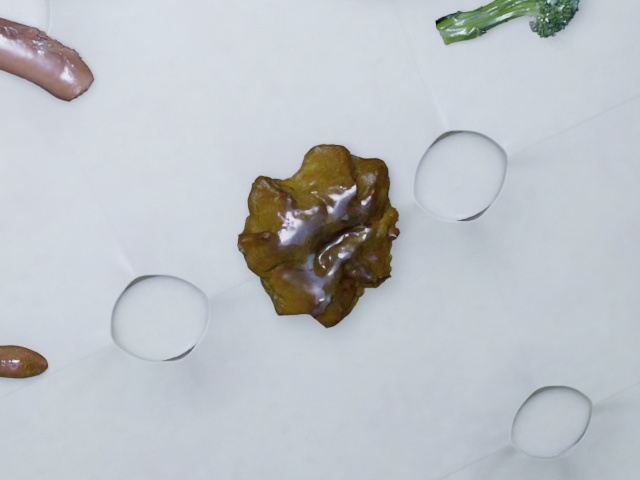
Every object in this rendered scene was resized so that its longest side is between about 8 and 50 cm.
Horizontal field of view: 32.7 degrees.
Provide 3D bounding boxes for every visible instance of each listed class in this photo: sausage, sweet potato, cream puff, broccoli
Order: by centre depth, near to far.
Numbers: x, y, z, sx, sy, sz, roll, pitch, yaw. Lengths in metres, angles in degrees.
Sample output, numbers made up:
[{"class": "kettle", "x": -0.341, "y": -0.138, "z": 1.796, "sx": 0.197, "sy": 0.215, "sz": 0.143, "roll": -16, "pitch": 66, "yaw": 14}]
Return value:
[{"class": "sausage", "x": -0.430, "y": -0.260, "z": 1.384, "sx": 0.304, "sy": 0.078, "sz": 0.078, "roll": 22, "pitch": 106, "yaw": -22}, {"class": "broccoli", "x": 0.262, "y": -0.320, "z": 1.523, "sx": 0.204, "sy": 0.122, "sz": 0.118, "roll": -19, "pitch": 102, "yaw": 11}, {"class": "cream puff", "x": 0.000, "y": 0.000, "z": 1.562, "sx": 0.241, "sy": 0.155, "sz": 0.269, "roll": -17, "pitch": 109, "yaw": -12}, {"class": "sweet potato", "x": -0.502, "y": 0.173, "z": 1.571, "sx": 0.214, "sy": 0.050, "sz": 0.050, "roll": 3, "pitch": 112, "yaw": -11}]
